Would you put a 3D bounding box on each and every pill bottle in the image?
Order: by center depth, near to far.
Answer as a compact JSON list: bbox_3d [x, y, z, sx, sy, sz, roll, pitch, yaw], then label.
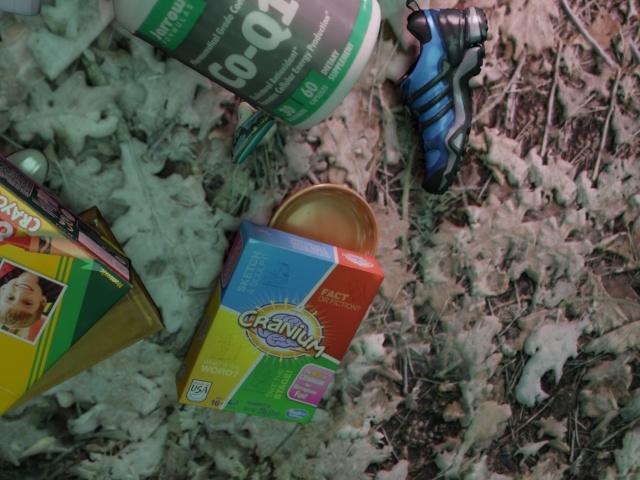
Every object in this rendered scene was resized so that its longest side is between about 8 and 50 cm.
[{"bbox_3d":[-0.121,-0.306,0.810,0.360,0.204,0.204,27,97,-25],"label":"pill bottle"}]

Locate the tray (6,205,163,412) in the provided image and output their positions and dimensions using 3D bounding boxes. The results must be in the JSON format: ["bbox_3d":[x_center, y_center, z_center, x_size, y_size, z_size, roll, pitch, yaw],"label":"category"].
[{"bbox_3d":[-0.465,0.138,0.971,0.410,0.076,0.203,-29,115,-9],"label":"tray"}]

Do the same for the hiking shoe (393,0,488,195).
[{"bbox_3d":[0.182,-0.225,1.077,0.131,0.113,0.304,9,111,7],"label":"hiking shoe"}]

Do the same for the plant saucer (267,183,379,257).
[{"bbox_3d":[0.000,0.000,1.108,0.199,0.037,0.200,-6,109,-17],"label":"plant saucer"}]

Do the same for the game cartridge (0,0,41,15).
[{"bbox_3d":[-0.464,-0.387,0.745,0.294,0.060,0.196,10,116,-14],"label":"game cartridge"}]

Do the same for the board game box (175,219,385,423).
[{"bbox_3d":[-0.070,0.144,1.085,0.242,0.064,0.317,16,112,-23],"label":"board game box"}]

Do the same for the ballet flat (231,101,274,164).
[{"bbox_3d":[-0.086,-0.202,1.005,0.188,0.070,0.070,-48,116,-2],"label":"ballet flat"}]

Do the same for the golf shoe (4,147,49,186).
[{"bbox_3d":[-0.446,-0.051,0.908,0.186,0.086,0.067,-45,114,-2],"label":"golf shoe"}]

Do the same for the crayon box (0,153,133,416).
[{"bbox_3d":[-0.478,0.039,0.823,0.313,0.106,0.363,-45,116,3],"label":"crayon box"}]
